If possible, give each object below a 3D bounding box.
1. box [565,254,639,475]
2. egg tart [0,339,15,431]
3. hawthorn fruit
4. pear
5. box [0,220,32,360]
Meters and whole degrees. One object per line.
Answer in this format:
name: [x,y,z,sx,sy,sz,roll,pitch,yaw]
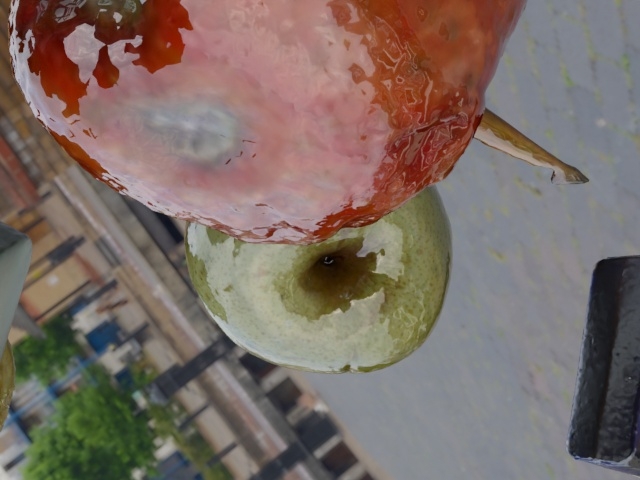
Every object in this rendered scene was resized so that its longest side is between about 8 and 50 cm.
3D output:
box: [0.315,0.126,0.931,0.259,0.168,0.071,21,164,-39]
egg tart: [-0.517,0.173,1.336,0.290,0.290,0.115,54,171,-4]
hawthorn fruit: [0.007,-0.082,0.439,0.243,0.207,0.207,30,170,-6]
pear: [0.000,0.000,0.672,0.167,0.167,0.136,57,175,-17]
box: [-0.419,0.192,1.003,0.111,0.396,0.396,25,-158,4]
